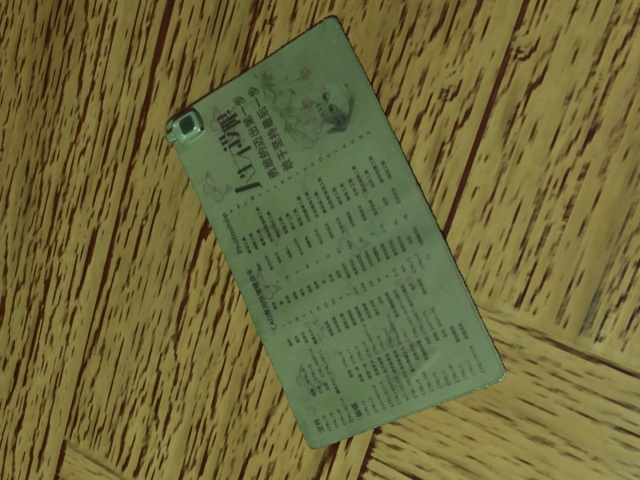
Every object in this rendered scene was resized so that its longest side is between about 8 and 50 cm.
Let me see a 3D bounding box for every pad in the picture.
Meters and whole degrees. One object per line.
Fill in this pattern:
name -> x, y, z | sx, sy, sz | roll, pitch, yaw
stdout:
pad -> 0.000, 0.000, 0.557 | 0.160, 0.009, 0.264 | -28, 84, 25
